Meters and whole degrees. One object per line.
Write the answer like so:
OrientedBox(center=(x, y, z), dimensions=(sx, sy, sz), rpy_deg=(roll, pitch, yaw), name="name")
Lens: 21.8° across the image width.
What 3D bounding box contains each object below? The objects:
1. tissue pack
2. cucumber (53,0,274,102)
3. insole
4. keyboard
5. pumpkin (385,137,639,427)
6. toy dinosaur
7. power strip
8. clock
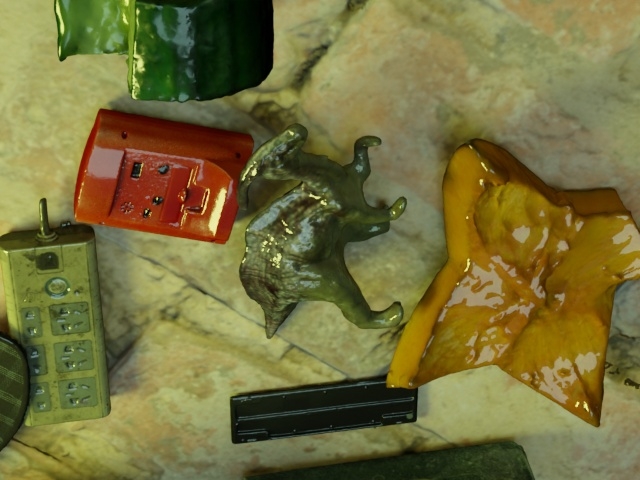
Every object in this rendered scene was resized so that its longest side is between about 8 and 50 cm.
OrientedBox(center=(0.086, 0.331, 1.751), dimensions=(0.315, 0.228, 0.103), rpy_deg=(-6, 129, -9), name="tissue pack")
OrientedBox(center=(-0.118, -0.195, 1.398), dimensions=(0.191, 0.191, 0.130), rpy_deg=(-9, 125, -7), name="cucumber")
OrientedBox(center=(-0.378, 0.204, 1.677), dimensions=(0.110, 0.012, 0.309), rpy_deg=(29, 119, -18), name="insole")
OrientedBox(center=(0.005, 0.180, 1.766), dimensions=(0.202, 0.011, 0.067), rpy_deg=(-6, 122, -8), name="keyboard")
OrientedBox(center=(0.211, 0.042, 1.670), dimensions=(0.258, 0.095, 0.290), rpy_deg=(8, 114, -20), name="pumpkin")
OrientedBox(center=(-0.002, -0.006, 1.596), dimensions=(0.162, 0.077, 0.294), rpy_deg=(-9, 128, -10), name="toy dinosaur")
OrientedBox(center=(-0.259, 0.072, 1.624), dimensions=(0.092, 0.034, 0.268), rpy_deg=(-5, 124, -8), name="power strip")
OrientedBox(center=(-0.148, -0.053, 1.553), dimensions=(0.155, 0.061, 0.113), rpy_deg=(10, 119, -15), name="clock")
